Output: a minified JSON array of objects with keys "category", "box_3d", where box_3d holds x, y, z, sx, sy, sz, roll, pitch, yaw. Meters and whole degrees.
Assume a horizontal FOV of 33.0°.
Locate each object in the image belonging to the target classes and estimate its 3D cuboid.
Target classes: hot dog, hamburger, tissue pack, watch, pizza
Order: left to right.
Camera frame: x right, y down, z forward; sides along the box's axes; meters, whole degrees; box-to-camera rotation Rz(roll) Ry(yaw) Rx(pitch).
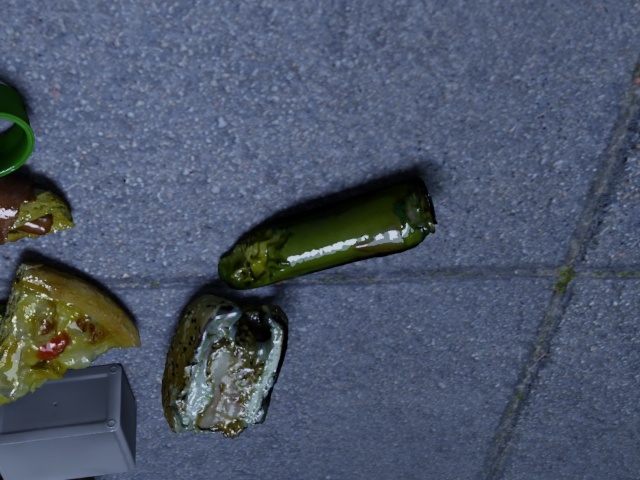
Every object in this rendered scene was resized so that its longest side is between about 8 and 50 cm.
[{"category":"watch","box_3d":[-0.487,-0.146,1.505,0.152,0.131,0.165,0,137,-36]},{"category":"hot dog","box_3d":[-0.491,-0.046,1.608,0.261,0.093,0.123,13,144,-22]},{"category":"pizza","box_3d":[-0.463,0.189,1.834,0.280,0.075,0.288,30,104,-42]},{"category":"tissue pack","box_3d":[-0.475,0.340,2.000,0.246,0.159,0.136,-6,137,-1]},{"category":"hamburger","box_3d":[-0.176,0.207,1.891,0.167,0.192,0.288,9,110,-26]}]

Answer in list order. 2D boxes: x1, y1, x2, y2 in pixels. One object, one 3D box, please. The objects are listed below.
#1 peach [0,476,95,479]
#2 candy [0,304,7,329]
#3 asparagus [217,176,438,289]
[{"category":"peach","box_3d":[-0.546,0.537,2.159,0.232,0.232,0.257,7,142,-16]},{"category":"candy","box_3d":[-0.603,0.150,1.857,0.193,0.058,0.062,-11,127,16]},{"category":"asparagus","box_3d":[0.000,0.000,1.726,0.381,0.128,0.108,-16,101,11]}]
